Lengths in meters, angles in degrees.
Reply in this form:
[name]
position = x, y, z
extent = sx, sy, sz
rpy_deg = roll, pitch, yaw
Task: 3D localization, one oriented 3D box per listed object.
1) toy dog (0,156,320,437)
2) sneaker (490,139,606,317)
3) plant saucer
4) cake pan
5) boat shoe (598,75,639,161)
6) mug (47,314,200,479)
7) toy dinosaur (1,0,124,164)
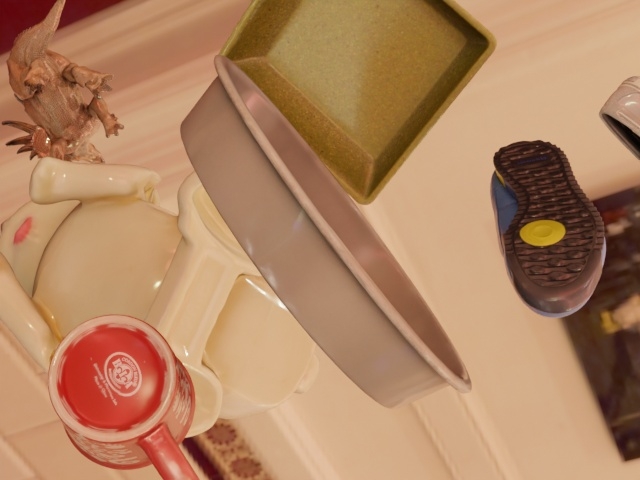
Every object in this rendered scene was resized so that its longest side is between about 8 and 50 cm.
[toy dog]
position = -0.215, 0.044, 1.230
extent = 0.395, 0.408, 0.284
rpy_deg = 21, 86, -49
[sneaker]
position = 0.165, 0.005, 0.756
extent = 0.209, 0.069, 0.082
rpy_deg = -86, 168, -59
[plant saucer]
position = 0.030, -0.158, 0.864
extent = 0.188, 0.188, 0.045
rpy_deg = 43, 32, 8
[cake pan]
position = 0.000, 0.000, 0.734
extent = 0.293, 0.054, 0.293
rpy_deg = 52, 7, -9
[boat shoe]
position = 0.422, -0.091, 1.251
extent = 0.227, 0.081, 0.079
rpy_deg = 49, -9, -2
[mug]
position = -0.139, 0.125, 0.808
extent = 0.113, 0.150, 0.169
rpy_deg = -63, 178, -17
[toy dinosaur]
position = -0.367, -0.193, 1.394
extent = 0.200, 0.127, 0.295
rpy_deg = 38, -35, 46
